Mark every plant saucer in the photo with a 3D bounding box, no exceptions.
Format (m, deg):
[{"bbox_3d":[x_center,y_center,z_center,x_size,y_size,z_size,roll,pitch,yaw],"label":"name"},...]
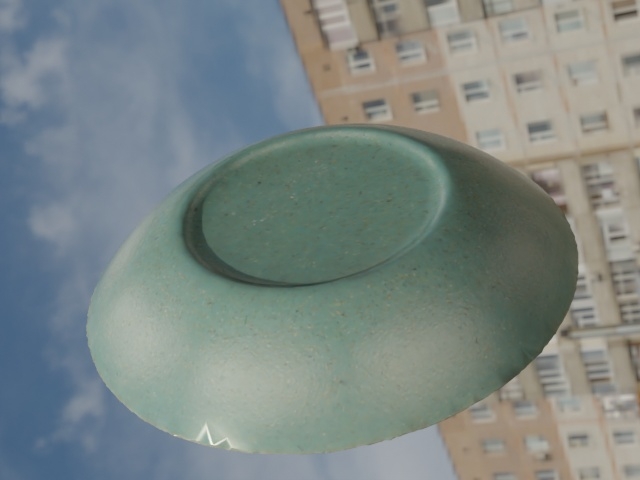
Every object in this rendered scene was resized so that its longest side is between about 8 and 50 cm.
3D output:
[{"bbox_3d":[0.000,0.000,0.493,0.195,0.195,0.037,-69,-27,-49],"label":"plant saucer"}]
